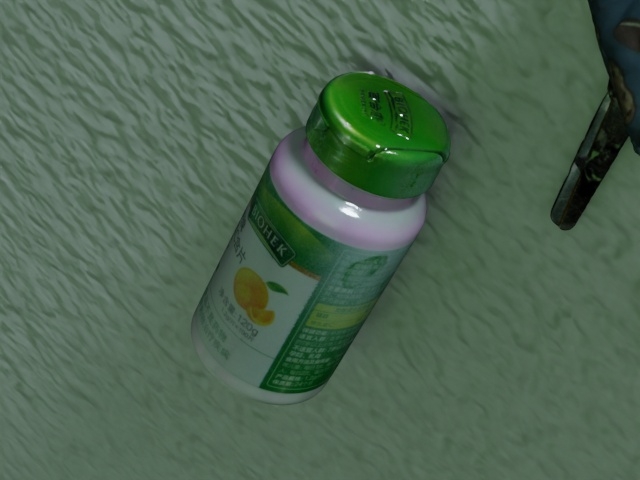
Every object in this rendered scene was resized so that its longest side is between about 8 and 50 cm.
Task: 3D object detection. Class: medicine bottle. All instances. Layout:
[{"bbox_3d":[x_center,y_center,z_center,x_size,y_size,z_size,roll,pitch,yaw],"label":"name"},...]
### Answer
[{"bbox_3d":[0.000,0.000,1.058,0.133,0.133,0.274,34,125,6],"label":"medicine bottle"}]

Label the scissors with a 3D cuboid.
[{"bbox_3d":[0.234,-0.129,0.936,0.160,0.024,0.317,28,126,10],"label":"scissors"}]

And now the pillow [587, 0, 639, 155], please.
[{"bbox_3d":[0.283,-0.170,0.794,0.256,0.034,0.188,-22,64,30],"label":"pillow"}]
